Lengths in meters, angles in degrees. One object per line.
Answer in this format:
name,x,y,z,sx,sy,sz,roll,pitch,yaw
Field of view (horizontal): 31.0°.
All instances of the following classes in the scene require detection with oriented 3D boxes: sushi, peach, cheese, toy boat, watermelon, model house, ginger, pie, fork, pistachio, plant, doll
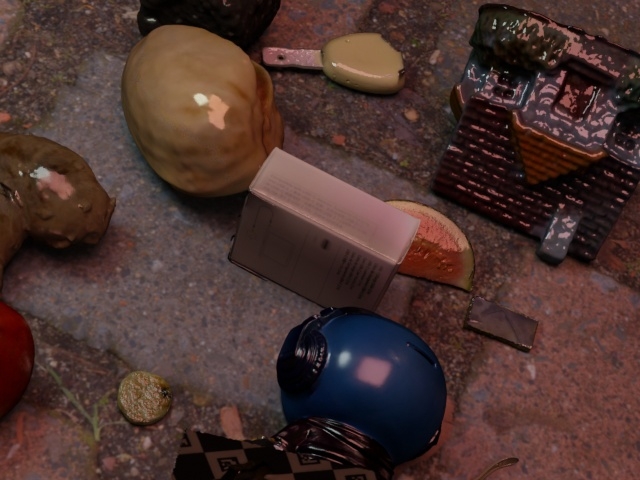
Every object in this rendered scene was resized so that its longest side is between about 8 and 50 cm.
sushi,-0.074,0.347,1.488,0.264,0.290,0.050,13,37,-4
peach,-0.482,0.162,1.544,0.190,0.192,0.190,11,44,-11
cheese,0.023,-0.323,2.059,0.256,0.050,0.127,3,58,-12
toy boat,0.290,0.133,1.857,0.115,0.016,0.063,22,55,0
watermelon,0.149,0.001,1.887,0.245,0.063,0.119,22,69,0
model house,0.359,-0.161,1.936,0.360,0.297,0.339,24,87,1
ginger,-0.474,-0.034,1.708,0.304,0.155,0.244,-40,81,-22
pie,-0.254,0.228,1.663,0.085,0.017,0.085,7,57,-11
fork,0.206,0.369,1.682,0.219,0.034,0.028,-22,40,-27
pistachio,-0.186,-0.204,1.837,0.238,0.229,0.321,-39,61,4
plant,-0.170,-0.463,2.007,0.215,0.213,0.312,18,53,3
doll,0.045,0.244,1.603,0.284,0.240,0.310,41,50,-23

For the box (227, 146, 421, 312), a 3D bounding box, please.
box,0.000,0.000,1.756,0.252,0.203,0.106,27,55,4
